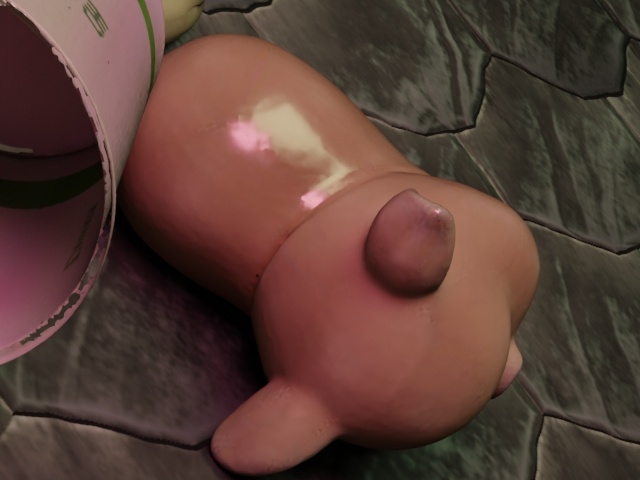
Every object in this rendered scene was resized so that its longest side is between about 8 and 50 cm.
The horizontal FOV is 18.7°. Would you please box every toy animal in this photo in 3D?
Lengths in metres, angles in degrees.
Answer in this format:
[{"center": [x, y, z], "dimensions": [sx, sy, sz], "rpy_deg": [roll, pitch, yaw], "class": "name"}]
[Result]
[{"center": [0.000, 0.000, 1.317], "dimensions": [0.326, 0.237, 0.269], "rpy_deg": [35, 24, -10], "class": "toy animal"}]

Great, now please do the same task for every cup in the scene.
[{"center": [-0.211, -0.091, 1.143], "dimensions": [0.253, 0.253, 0.274], "rpy_deg": [40, 26, -10], "class": "cup"}]

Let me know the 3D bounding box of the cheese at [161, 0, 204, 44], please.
[{"center": [-0.169, -0.168, 1.442], "dimensions": [0.127, 0.050, 0.235], "rpy_deg": [43, 33, -10], "class": "cheese"}]
